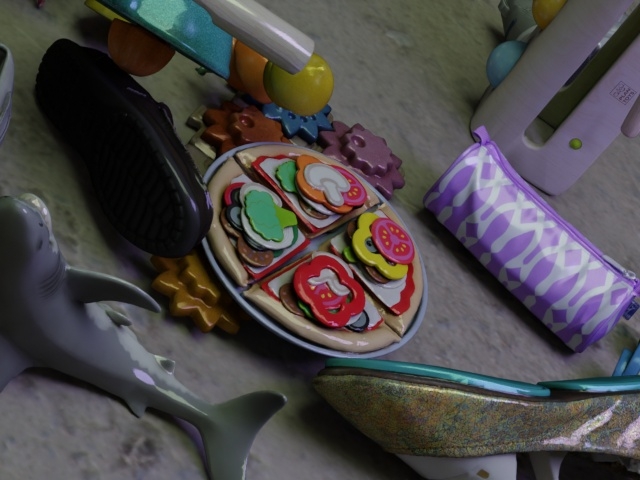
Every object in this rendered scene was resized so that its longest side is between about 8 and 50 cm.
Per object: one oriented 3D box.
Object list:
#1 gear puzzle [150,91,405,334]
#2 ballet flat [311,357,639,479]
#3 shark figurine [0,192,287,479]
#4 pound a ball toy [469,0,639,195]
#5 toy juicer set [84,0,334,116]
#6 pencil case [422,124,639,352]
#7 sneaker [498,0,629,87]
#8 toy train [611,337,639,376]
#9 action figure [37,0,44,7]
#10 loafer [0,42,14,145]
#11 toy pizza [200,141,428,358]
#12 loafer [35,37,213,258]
[{"bbox_3d":[-0.044,-0.039,1.302,0.175,0.044,0.339,38,37,0],"label":"gear puzzle"},{"bbox_3d":[0.155,0.149,1.222,0.348,0.123,0.123,5,48,-28],"label":"ballet flat"},{"bbox_3d":[-0.161,0.081,1.068,0.278,0.166,0.116,47,64,-32],"label":"shark figurine"},{"bbox_3d":[0.254,-0.184,1.468,0.136,0.319,0.208,35,38,-4],"label":"pound a ball toy"},{"bbox_3d":[-0.090,-0.144,1.226,0.209,0.089,0.329,32,1,-4],"label":"toy juicer set"},{"bbox_3d":[0.183,0.004,1.407,0.206,0.088,0.086,42,35,7],"label":"pencil case"},{"bbox_3d":[0.310,-0.211,1.717,0.281,0.105,0.115,7,47,-34],"label":"sneaker"},{"bbox_3d":[0.340,0.105,1.431,0.143,0.105,0.248,29,36,10],"label":"toy train"},{"bbox_3d":[-0.168,-0.362,1.308,0.276,0.370,0.248,21,11,37],"label":"action figure"},{"bbox_3d":[-0.300,-0.040,1.041,0.112,0.111,0.319,37,37,-1],"label":"loafer"},{"bbox_3d":[0.000,0.000,1.245,0.201,0.032,0.201,20,45,-21],"label":"toy pizza"},{"bbox_3d":[-0.132,-0.075,1.226,0.078,0.080,0.220,0,44,-43],"label":"loafer"}]
